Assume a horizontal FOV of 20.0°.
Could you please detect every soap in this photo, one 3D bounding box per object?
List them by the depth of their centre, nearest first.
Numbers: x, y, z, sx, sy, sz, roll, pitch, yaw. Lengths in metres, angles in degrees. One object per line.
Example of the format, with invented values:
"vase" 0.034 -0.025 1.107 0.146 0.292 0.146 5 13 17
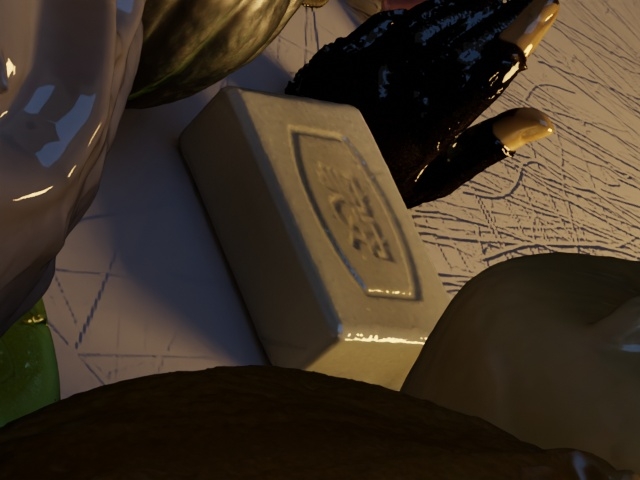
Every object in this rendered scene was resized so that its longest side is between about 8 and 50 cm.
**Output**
"soap" 0.000 0.000 1.084 0.121 0.064 0.183 7 50 -47

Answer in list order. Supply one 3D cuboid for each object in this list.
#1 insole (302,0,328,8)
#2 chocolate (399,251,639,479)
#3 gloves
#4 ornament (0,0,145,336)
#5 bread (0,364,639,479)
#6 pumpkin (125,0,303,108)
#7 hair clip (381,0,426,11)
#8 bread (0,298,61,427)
"insole" -0.121 -0.276 1.284 0.348 0.009 0.119 37 33 -21
"chocolate" 0.153 0.143 0.807 0.314 0.297 0.326 20 26 15
"gloves" 0.077 -0.106 1.186 0.106 0.181 0.129 3 53 -52
"ornament" -0.217 -0.081 0.594 0.337 0.337 0.337 34 34 -26
"bread" -0.050 0.160 0.608 0.279 0.250 0.225 3 94 -31
"pumpkin" -0.106 -0.230 0.991 0.296 0.296 0.296 34 34 -26
"hair clip" 0.074 -0.200 1.364 0.102 0.123 0.138 55 15 -50
"bread" -0.172 0.052 0.786 0.130 0.071 0.139 2 53 -56
